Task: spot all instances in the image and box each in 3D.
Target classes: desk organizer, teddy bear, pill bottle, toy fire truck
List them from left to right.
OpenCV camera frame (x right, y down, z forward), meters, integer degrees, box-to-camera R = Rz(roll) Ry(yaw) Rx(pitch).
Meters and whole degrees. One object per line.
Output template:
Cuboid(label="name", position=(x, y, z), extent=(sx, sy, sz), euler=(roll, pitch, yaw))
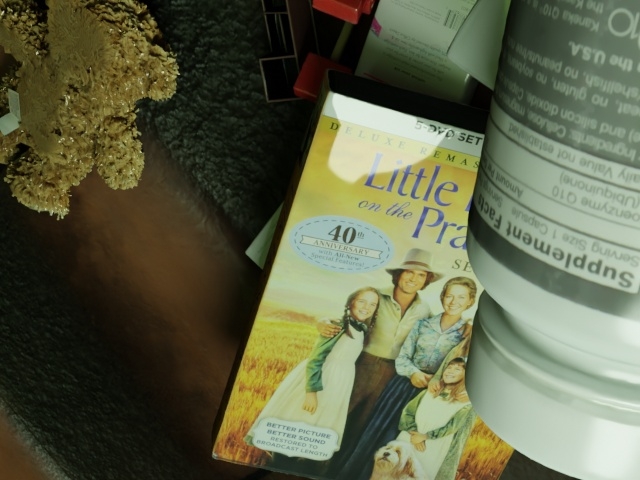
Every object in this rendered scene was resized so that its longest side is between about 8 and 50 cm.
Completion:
Cuboid(label="teddy bear", position=(-0.277, -0.160, 1.068), extent=(0.245, 0.113, 0.338), euler=(41, 130, 12))
Cuboid(label="desk organizer", position=(-0.035, -0.205, 0.954), extent=(0.047, 0.050, 0.130), euler=(-1, 111, 25))
Cuboid(label="toy fire truck", position=(0.032, -0.227, 0.885), extent=(0.047, 0.135, 0.192), euler=(23, 80, 6))
Cuboid(label="pill bottle", position=(0.196, -0.055, 0.552), extent=(0.204, 0.204, 0.361), euler=(16, 117, 18))

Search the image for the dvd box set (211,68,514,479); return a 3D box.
Cuboid(label="dvd box set", position=(0.090, 0.071, 0.938), extent=(0.307, 0.062, 0.421), euler=(14, 119, -10))

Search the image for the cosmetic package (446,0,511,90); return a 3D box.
Cuboid(label="cosmetic package", position=(0.344, -0.095, 0.720), extent=(0.453, 0.230, 0.161), euler=(36, 121, 6))

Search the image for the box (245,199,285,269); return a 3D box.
Cuboid(label="box", position=(0.000, 0.000, 1.004), extent=(0.102, 0.087, 0.101), euler=(42, 122, 3))

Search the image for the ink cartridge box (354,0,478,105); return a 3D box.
Cuboid(label="ink cartridge box", position=(0.098, -0.173, 0.899), extent=(0.104, 0.061, 0.181), euler=(27, 120, 13))
